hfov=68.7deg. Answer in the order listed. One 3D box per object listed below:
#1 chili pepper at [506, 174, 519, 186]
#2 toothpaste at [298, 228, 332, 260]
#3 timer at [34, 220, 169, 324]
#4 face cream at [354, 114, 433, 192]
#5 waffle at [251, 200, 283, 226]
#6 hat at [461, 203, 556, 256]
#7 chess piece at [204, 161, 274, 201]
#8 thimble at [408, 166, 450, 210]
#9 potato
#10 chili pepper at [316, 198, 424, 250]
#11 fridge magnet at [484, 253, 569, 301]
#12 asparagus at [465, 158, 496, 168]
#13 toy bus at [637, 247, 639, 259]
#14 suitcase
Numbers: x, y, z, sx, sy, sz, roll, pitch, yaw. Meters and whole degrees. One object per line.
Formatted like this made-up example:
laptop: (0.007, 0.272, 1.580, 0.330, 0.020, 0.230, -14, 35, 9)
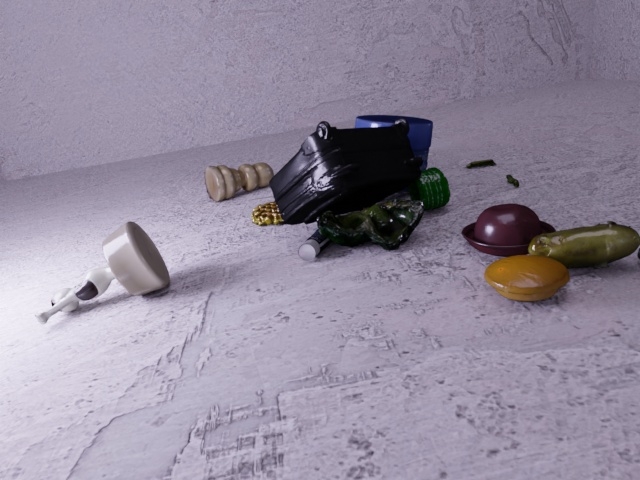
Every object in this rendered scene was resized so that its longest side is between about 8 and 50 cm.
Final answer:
chili pepper: (0.590, -0.183, 1.433, 0.027, 0.022, 0.083, -7, 26, 4)
toothpaste: (0.000, 0.000, 1.206, 0.071, 0.045, 0.193, 6, 19, 16)
timer: (-0.513, 0.092, 1.088, 0.266, 0.175, 0.175, -29, 24, -4)
face cream: (0.230, -0.285, 1.527, 0.249, 0.224, 0.249, 2, 22, -1)
waffle: (-0.133, -0.093, 1.488, 0.191, 0.038, 0.191, -9, 22, 4)
hat: (0.418, -0.035, 1.050, 0.206, 0.089, 0.205, -9, 21, 3)
chess piece: (-0.306, -0.242, 1.819, 0.261, 0.142, 0.143, -18, 23, -31)
thimble: (0.307, -0.145, 1.337, 0.091, 0.118, 0.130, -16, -4, -5)
potato: (0.500, 0.015, 0.899, 0.188, 0.105, 0.085, -5, 65, 17)
chili pepper: (0.128, -0.035, 1.166, 0.265, 0.116, 0.148, -10, 6, 1)
fridge magnet: (0.374, 0.067, 0.853, 0.143, 0.062, 0.143, -8, 20, 3)
asparagus: (0.567, -0.271, 1.658, 0.109, 0.021, 0.025, -7, 23, 5)
toy bus: (0.742, -0.043, 0.865, 0.331, 0.144, 0.152, -18, 27, -25)
suitcase: (0.062, -0.176, 1.282, 0.346, 0.188, 0.339, -16, -10, -38)
